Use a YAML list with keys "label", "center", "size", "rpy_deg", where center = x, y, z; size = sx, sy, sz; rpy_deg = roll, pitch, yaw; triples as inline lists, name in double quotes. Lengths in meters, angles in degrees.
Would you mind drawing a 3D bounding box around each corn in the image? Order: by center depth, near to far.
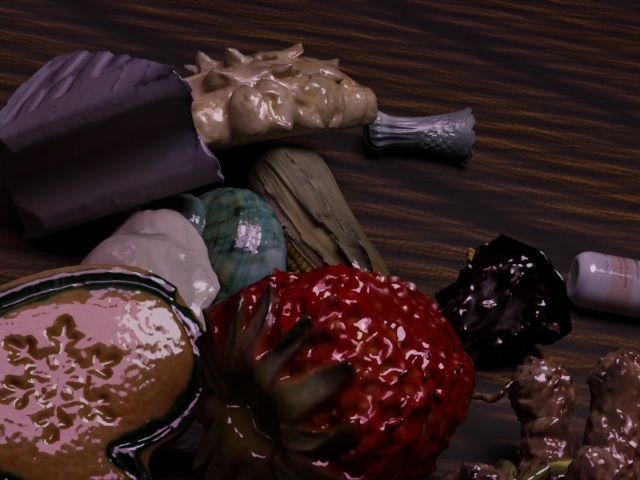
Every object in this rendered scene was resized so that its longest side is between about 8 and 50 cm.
- label: "corn"
  center: [0.004, -0.003, 1.809]
  size: [0.122, 0.123, 0.305]
  rpy_deg: [-6, 42, -27]

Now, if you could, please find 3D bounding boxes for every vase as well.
- label: "vase"
  center: [0.136, -0.149, 2.079]
  size: [0.149, 0.081, 0.081]
  rpy_deg: [2, 39, -10]

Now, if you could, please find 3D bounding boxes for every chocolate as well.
- label: "chocolate"
  center: [0.198, 0.088, 1.760]
  size: [0.133, 0.156, 0.156]
  rpy_deg: [-31, 53, -23]

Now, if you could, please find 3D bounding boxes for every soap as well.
- label: "soap"
  center: [-0.228, -0.150, 1.792]
  size: [0.302, 0.159, 0.258]
  rpy_deg: [-14, 25, 23]

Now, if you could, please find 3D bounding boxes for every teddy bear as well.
- label: "teddy bear"
  center: [0.203, 0.237, 1.493]
  size: [0.223, 0.246, 0.296]
  rpy_deg: [23, 65, -38]

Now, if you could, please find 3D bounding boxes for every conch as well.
- label: "conch"
  center: [-0.121, 0.014, 1.754]
  size: [0.188, 0.122, 0.176]
  rpy_deg: [21, 66, 19]

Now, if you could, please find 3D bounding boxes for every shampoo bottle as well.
- label: "shampoo bottle"
  center: [0.413, 0.063, 1.889]
  size: [0.192, 0.074, 0.074]
  rpy_deg: [10, 37, -5]

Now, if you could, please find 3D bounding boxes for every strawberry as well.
- label: "strawberry"
  center: [0.046, 0.147, 1.488]
  size: [0.343, 0.292, 0.292]
  rpy_deg: [-10, 42, -43]

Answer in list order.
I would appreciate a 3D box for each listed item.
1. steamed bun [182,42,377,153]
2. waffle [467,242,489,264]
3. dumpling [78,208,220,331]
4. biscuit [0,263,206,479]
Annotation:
- label: "steamed bun"
  center: [-0.080, -0.186, 1.915]
  size: [0.296, 0.137, 0.292]
  rpy_deg: [-12, 2, 6]
- label: "waffle"
  center: [0.229, 0.032, 1.922]
  size: [0.078, 0.016, 0.085]
  rpy_deg: [8, 37, -1]
- label: "dumpling"
  center: [-0.193, 0.062, 1.653]
  size: [0.162, 0.132, 0.250]
  rpy_deg: [-34, 47, 5]
- label: "biscuit"
  center: [-0.257, 0.169, 1.471]
  size: [0.344, 0.057, 0.287]
  rpy_deg: [-19, 73, -23]
